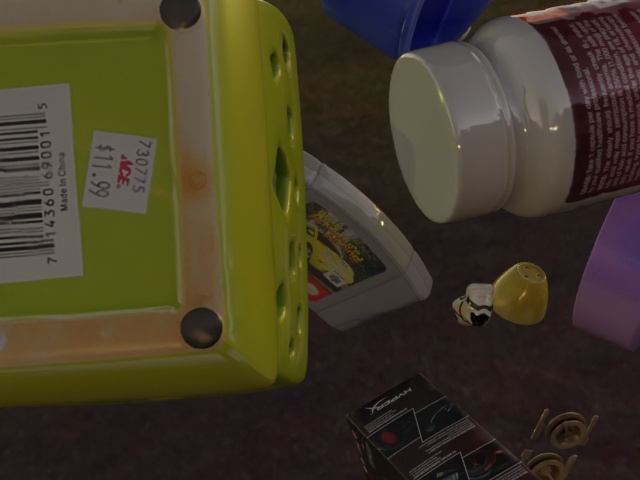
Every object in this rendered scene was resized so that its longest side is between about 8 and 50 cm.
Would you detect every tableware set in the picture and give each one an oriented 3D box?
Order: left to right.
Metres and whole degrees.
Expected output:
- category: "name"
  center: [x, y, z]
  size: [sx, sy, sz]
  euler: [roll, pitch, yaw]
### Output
- category: "tableware set"
  center: [0.480, 0.432, 1.976]
  size: [0.128, 0.194, 0.039]
  euler: [10, 28, -18]

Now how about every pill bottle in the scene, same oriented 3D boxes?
- category: "pill bottle"
  center: [0.290, -0.153, 1.087]
  size: [0.392, 0.224, 0.224]
  euler: [-14, 19, -14]

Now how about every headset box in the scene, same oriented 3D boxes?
- category: "headset box"
  center: [0.165, 0.313, 1.054]
  size: [0.110, 0.218, 0.293]
  euler: [-28, 33, -17]

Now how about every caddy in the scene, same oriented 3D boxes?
- category: "caddy"
  center: [0.147, -0.357, 1.130]
  size: [0.179, 0.341, 0.241]
  euler: [32, 39, 16]

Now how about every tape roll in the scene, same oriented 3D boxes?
- category: "tape roll"
  center: [0.449, 0.013, 1.359]
  size: [0.090, 0.275, 0.275]
  euler: [25, 37, 23]

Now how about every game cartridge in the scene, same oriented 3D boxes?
- category: "game cartridge"
  center: [0.000, 0.000, 1.288]
  size: [0.196, 0.294, 0.060]
  euler: [-30, 27, 41]

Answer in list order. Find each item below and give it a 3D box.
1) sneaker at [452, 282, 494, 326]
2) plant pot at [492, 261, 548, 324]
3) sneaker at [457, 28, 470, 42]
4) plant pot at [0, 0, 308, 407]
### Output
- category: "sneaker"
  center: [0.185, 0.088, 1.195]
  size: [0.040, 0.044, 0.109]
  euler: [3, -22, -1]
- category: "plant pot"
  center: [0.443, 0.104, 2.137]
  size: [0.134, 0.095, 0.134]
  euler: [9, 37, -7]
- category: "sneaker"
  center: [0.131, -0.420, 1.340]
  size: [0.124, 0.295, 0.178]
  euler: [-40, -1, -29]
- category: "plant pot"
  center: [-0.122, -0.022, 0.503]
  size: [0.227, 0.228, 0.207]
  euler: [-3, -2, 0]
